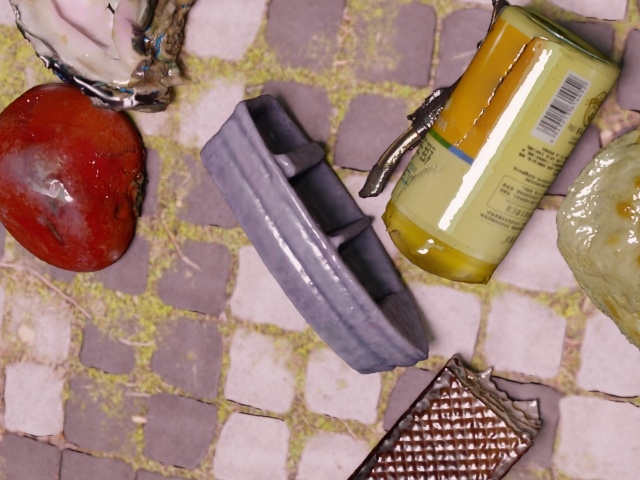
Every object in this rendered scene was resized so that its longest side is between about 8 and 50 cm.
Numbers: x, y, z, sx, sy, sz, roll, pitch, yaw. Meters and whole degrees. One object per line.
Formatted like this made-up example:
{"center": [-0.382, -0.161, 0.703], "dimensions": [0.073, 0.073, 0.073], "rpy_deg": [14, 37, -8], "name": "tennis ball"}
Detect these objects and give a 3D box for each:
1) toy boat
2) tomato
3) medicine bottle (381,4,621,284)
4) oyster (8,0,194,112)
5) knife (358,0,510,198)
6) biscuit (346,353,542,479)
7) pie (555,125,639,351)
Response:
{"center": [0.000, 0.000, 1.059], "dimensions": [0.078, 0.127, 0.283], "rpy_deg": [-33, 89, 19], "name": "toy boat"}
{"center": [-0.265, -0.057, 1.145], "dimensions": [0.173, 0.099, 0.189], "rpy_deg": [15, 103, 12], "name": "tomato"}
{"center": [0.148, -0.076, 1.009], "dimensions": [0.124, 0.124, 0.239], "rpy_deg": [34, 106, 10], "name": "medicine bottle"}
{"center": [-0.199, -0.246, 1.110], "dimensions": [0.198, 0.092, 0.259], "rpy_deg": [-24, 78, 18], "name": "oyster"}
{"center": [0.111, -0.121, 1.064], "dimensions": [0.045, 0.021, 0.222], "rpy_deg": [37, 102, 8], "name": "knife"}
{"center": [0.093, 0.224, 1.092], "dimensions": [0.106, 0.070, 0.252], "rpy_deg": [41, 106, 7], "name": "biscuit"}
{"center": [0.323, 0.011, 0.984], "dimensions": [0.201, 0.090, 0.248], "rpy_deg": [-42, 88, 15], "name": "pie"}
